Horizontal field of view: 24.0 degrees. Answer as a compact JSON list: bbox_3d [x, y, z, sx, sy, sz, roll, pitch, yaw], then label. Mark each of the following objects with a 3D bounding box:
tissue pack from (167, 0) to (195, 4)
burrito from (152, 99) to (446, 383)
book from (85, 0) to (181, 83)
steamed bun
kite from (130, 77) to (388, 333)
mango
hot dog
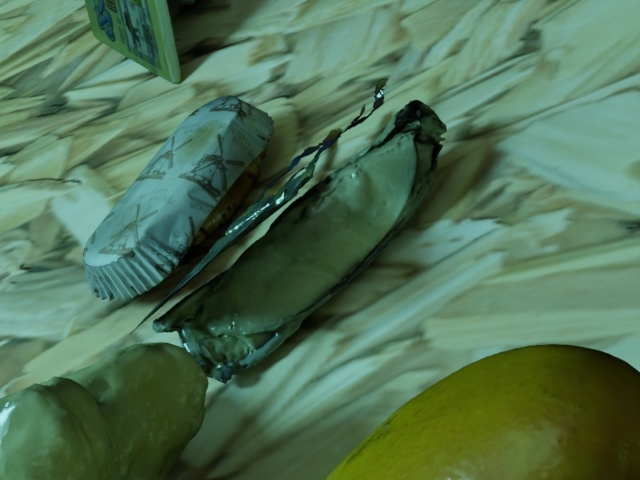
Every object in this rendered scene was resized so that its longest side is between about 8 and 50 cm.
[{"bbox_3d":[-0.096,-0.350,1.412,0.271,0.124,0.201,-45,34,-11],"label":"tissue pack"},{"bbox_3d":[-0.001,-0.001,0.945,0.229,0.058,0.063,-41,27,-12],"label":"burrito"},{"bbox_3d":[-0.177,-0.235,1.310,0.013,0.168,0.192,-21,27,-22],"label":"book"},{"bbox_3d":[-0.182,0.159,0.802,0.292,0.137,0.295,-31,-9,40],"label":"steamed bun"},{"bbox_3d":[-0.031,-0.027,0.974,0.141,0.015,0.245,-35,10,47],"label":"kite"},{"bbox_3d":[0.065,0.127,0.677,0.219,0.112,0.145,-32,25,32],"label":"mango"},{"bbox_3d":[-0.097,-0.032,1.077,0.099,0.053,0.192,-2,43,40],"label":"hot dog"}]
